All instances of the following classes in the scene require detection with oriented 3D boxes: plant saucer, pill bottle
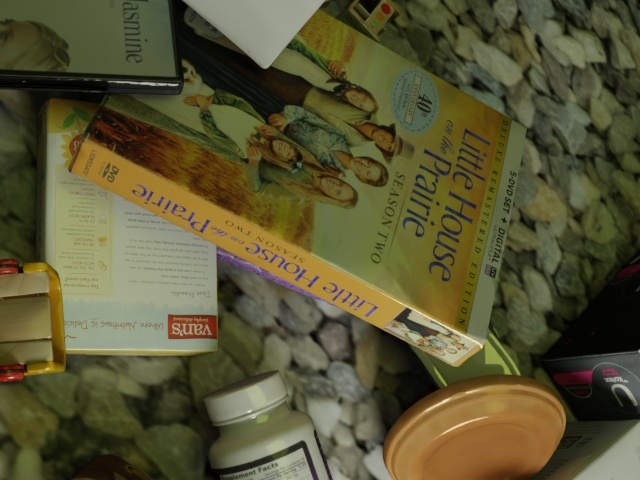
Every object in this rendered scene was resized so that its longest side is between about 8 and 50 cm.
[{"bbox_3d":[0.166,0.218,1.045,0.199,0.200,0.037,18,36,-27],"label":"plant saucer"},{"bbox_3d":[-0.045,0.230,0.958,0.108,0.108,0.194,-18,89,-33],"label":"pill bottle"}]

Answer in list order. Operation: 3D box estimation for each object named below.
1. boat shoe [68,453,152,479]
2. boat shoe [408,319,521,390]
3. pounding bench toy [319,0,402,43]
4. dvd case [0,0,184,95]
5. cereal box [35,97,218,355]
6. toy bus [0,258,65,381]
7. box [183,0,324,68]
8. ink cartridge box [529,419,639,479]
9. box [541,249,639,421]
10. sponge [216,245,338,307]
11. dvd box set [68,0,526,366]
[{"bbox_3d":[-0.091,0.316,0.877,0.342,0.123,0.123,37,21,4],"label":"boat shoe"},{"bbox_3d":[0.121,0.062,1.121,0.116,0.099,0.320,-30,83,2],"label":"boat shoe"},{"bbox_3d":[0.042,-0.271,1.156,0.083,0.052,0.065,44,60,-16],"label":"pounding bench toy"},{"bbox_3d":[-0.257,-0.210,0.904,0.252,0.022,0.180,0,57,-17],"label":"dvd case"},{"bbox_3d":[-0.186,-0.009,0.960,0.173,0.047,0.240,5,77,-29],"label":"cereal box"},{"bbox_3d":[-0.311,0.075,0.830,0.202,0.104,0.191,41,79,2],"label":"toy bus"},{"bbox_3d":[-0.035,-0.375,0.998,0.215,0.168,0.345,38,46,-12],"label":"box"},{"bbox_3d":[0.299,0.403,1.118,0.271,0.130,0.310,-27,93,-31],"label":"ink cartridge box"},{"bbox_3d":[0.437,0.118,1.245,0.270,0.165,0.143,-40,101,-32],"label":"box"},{"bbox_3d":[0.000,0.000,1.040,0.210,0.031,0.117,22,72,-5],"label":"sponge"},{"bbox_3d":[0.002,-0.094,1.002,0.420,0.062,0.308,28,52,-11],"label":"dvd box set"}]
